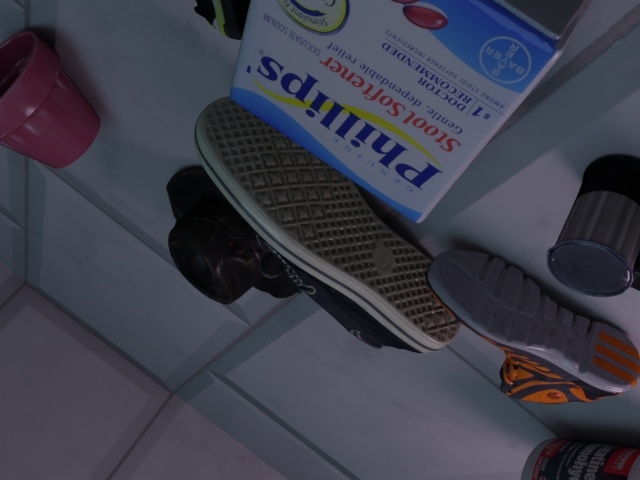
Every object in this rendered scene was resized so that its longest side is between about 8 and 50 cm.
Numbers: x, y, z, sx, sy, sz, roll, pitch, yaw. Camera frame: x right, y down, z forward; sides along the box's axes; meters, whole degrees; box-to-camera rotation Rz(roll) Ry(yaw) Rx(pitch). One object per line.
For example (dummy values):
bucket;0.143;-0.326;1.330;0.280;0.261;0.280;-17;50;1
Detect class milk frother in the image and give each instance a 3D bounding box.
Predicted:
milk frother;0.313;-0.031;0.657;0.129;0.135;0.143;16;144;28

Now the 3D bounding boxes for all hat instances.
hat;-0.187;0.028;1.225;0.331;0.134;0.331;24;146;17

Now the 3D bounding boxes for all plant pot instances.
plant pot;-0.496;-0.228;1.139;0.201;0.201;0.180;8;155;37

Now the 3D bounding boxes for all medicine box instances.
medicine box;0.074;-0.199;0.649;0.263;0.149;0.289;34;148;3

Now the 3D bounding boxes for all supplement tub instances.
supplement tub;0.485;0.431;1.062;0.272;0.191;0.191;-12;125;51

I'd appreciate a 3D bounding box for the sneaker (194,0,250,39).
sneaker;-0.128;-0.326;0.732;0.097;0.084;0.235;28;150;18

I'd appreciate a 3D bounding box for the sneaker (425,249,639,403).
sneaker;0.274;0.148;0.949;0.321;0.125;0.180;33;148;5

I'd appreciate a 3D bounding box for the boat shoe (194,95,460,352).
boat shoe;0.000;0.000;0.962;0.500;0.187;0.156;42;143;-21
